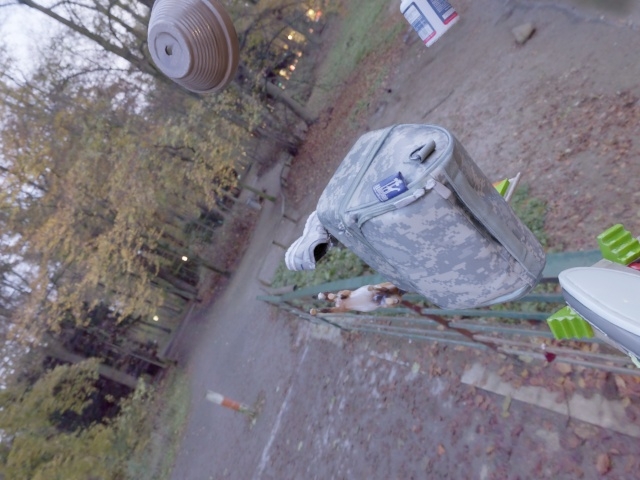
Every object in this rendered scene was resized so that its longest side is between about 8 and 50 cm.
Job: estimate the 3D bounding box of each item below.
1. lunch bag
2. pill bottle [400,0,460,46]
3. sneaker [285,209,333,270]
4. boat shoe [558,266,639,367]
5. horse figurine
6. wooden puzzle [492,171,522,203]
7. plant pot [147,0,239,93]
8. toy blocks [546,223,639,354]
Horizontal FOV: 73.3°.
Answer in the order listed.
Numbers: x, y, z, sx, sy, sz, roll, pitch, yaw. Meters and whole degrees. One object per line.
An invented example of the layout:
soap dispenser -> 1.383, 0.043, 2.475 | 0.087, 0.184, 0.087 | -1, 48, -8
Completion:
lunch bag -> 0.178, -0.036, 0.685 | 0.213, 0.305, 0.256 | -56, 26, -13
pill bottle -> 0.279, -0.628, 1.155 | 0.108, 0.180, 0.108 | -40, 9, 8
sneaker -> 0.000, 0.000, 1.406 | 0.281, 0.115, 0.105 | -59, -33, -33
boat shoe -> 0.405, 0.122, 0.491 | 0.305, 0.109, 0.091 | -137, 33, -60
horse figurine -> 0.099, 0.124, 0.948 | 0.174, 0.263, 0.066 | 12, -114, -66
wooden puzzle -> 0.497, -0.113, 1.348 | 0.238, 0.044, 0.221 | -28, 17, 51
plant pot -> -0.316, -0.449, 0.996 | 0.237, 0.237, 0.110 | -50, 1, 44
toy blocks -> 0.603, 0.079, 0.678 | 0.381, 0.191, 0.261 | -32, 18, -2
